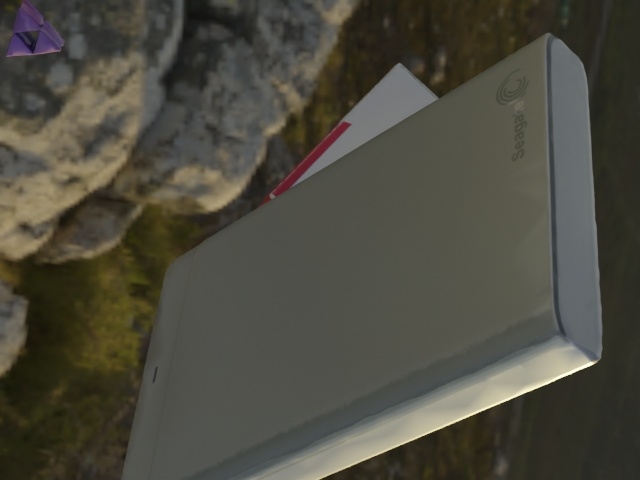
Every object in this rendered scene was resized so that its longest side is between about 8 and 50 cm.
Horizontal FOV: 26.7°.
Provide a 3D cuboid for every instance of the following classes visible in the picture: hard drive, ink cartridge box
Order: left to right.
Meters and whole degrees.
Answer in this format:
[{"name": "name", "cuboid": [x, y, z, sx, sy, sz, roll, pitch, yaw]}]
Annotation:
[{"name": "ink cartridge box", "cuboid": [0.000, 0.000, 1.036, 0.172, 0.100, 0.237, -47, 180, -35]}, {"name": "hard drive", "cuboid": [0.013, 0.033, 0.747, 0.040, 0.307, 0.203, 36, 41, -30]}]

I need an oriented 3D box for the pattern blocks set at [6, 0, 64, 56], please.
[{"name": "pattern blocks set", "cuboid": [-0.221, -0.277, 0.929, 0.026, 0.285, 0.325, -82, -179, -58]}]
